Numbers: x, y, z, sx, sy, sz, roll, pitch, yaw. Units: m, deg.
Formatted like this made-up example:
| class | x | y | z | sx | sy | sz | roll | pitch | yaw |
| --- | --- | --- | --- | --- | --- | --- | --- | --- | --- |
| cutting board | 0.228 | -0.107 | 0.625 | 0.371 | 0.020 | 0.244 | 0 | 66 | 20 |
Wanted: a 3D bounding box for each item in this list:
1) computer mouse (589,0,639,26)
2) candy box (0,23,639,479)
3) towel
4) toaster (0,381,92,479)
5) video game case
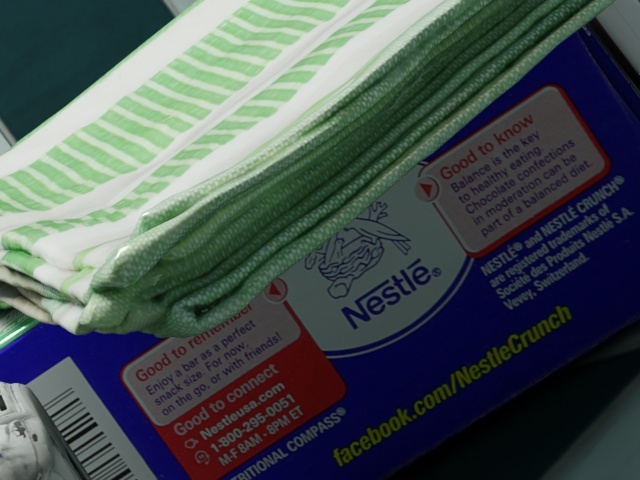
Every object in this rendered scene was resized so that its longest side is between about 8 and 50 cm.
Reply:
| class | x | y | z | sx | sy | sz | roll | pitch | yaw |
| --- | --- | --- | --- | --- | --- | --- | --- | --- | --- |
| computer mouse | 0.156 | -0.117 | 1.145 | 0.193 | 0.042 | 0.106 | -38 | 1 | 24 |
| candy box | 0.000 | 0.000 | 0.785 | 0.268 | 0.122 | 0.317 | -34 | 7 | 9 |
| towel | -0.011 | -0.058 | 0.630 | 0.248 | 0.038 | 0.325 | -39 | 13 | -16 |
| toaster | -0.112 | 0.121 | 0.532 | 0.146 | 0.129 | 0.227 | -33 | 5 | -9 |
| video game case | 0.109 | -0.107 | 0.827 | 0.019 | 0.157 | 0.143 | -37 | 7 | 8 |
